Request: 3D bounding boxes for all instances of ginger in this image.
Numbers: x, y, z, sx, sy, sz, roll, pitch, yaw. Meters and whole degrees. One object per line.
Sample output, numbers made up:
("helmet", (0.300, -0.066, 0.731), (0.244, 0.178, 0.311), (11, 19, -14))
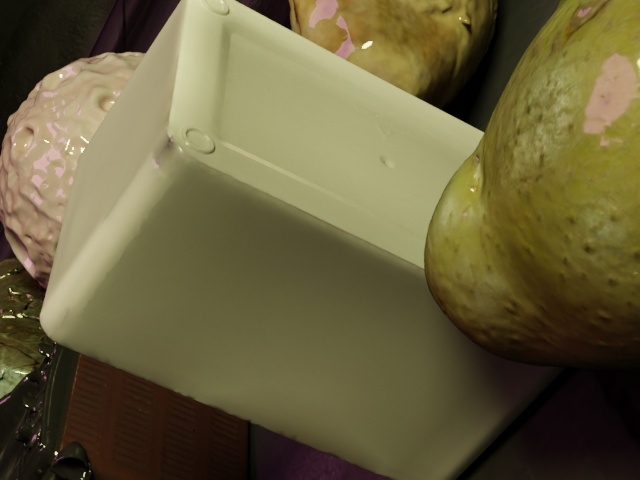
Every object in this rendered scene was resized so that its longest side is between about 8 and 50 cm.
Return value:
("ginger", (0.009, -0.100, 0.917), (0.304, 0.155, 0.244), (-56, 23, 24))

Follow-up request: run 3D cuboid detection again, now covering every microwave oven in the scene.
("microwave oven", (-0.188, 0.217, 1.014), (0.247, 0.188, 0.178), (-56, 22, 25))

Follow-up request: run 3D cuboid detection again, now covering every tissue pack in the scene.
("tissue pack", (0.000, 0.001, 0.685), (0.136, 0.246, 0.159), (-52, 23, 33))

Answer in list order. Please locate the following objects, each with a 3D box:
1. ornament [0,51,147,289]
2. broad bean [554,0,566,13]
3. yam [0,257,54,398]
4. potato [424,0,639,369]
("ornament", (-0.178, -0.061, 1.226), (0.259, 0.259, 0.225), (-85, 22, -43))
("broad bean", (0.149, -0.114, 0.690), (0.075, 0.067, 0.325), (64, -136, -58))
("yam", (-0.288, 0.169, 1.284), (0.241, 0.241, 0.348), (-60, 17, 18))
("potato", (0.121, -0.016, 0.530), (0.194, 0.157, 0.157), (-41, 30, 40))
